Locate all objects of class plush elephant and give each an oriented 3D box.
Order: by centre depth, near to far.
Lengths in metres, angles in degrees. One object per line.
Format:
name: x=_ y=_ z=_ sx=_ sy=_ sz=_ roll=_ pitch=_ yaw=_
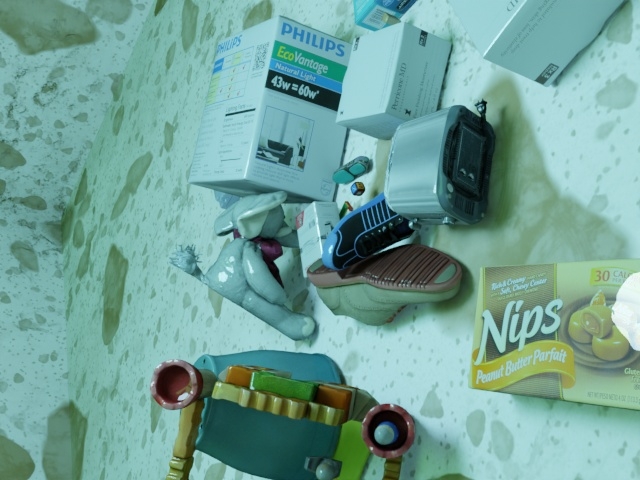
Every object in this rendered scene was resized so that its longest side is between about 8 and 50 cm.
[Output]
plush elephant: x=-0.133 y=0.017 z=1.832 sx=0.255 sy=0.330 sz=0.272 roll=-58 pitch=22 yaw=-4

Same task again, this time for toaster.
toaster: x=0.198 y=-0.128 z=1.406 sx=0.146 sy=0.129 sz=0.227 roll=-7 pitch=67 yaw=46

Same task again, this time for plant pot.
plant pot: x=-0.133 y=0.338 z=1.660 sx=0.271 sy=0.255 sz=0.272 roll=-41 pitch=42 yaw=51

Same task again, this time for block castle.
block castle: x=-0.077 y=0.372 z=1.379 sx=0.213 sy=0.453 sz=0.303 roll=35 pitch=-115 yaw=-74

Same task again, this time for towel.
towel: x=0.050 y=0.422 z=1.573 sx=0.102 sy=0.021 sz=0.237 roll=37 pitch=110 yaw=55

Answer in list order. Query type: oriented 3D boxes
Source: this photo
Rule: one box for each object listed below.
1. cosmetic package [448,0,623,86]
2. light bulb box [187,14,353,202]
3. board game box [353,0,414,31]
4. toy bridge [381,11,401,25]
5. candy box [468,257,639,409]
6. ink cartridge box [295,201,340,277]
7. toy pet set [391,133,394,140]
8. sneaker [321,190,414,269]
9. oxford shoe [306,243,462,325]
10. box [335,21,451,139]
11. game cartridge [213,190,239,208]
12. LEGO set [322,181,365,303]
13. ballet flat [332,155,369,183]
cosmetic package: x=0.311 y=-0.454 z=1.343 sx=0.217 sy=0.156 sz=0.385 roll=-53 pitch=36 yaw=32
light bulb box: x=-0.113 y=-0.283 z=1.931 sx=0.358 sy=0.225 sz=0.361 roll=6 pitch=83 yaw=61
board game box: x=0.159 y=-0.646 z=1.760 sx=0.254 sy=0.079 sz=0.336 roll=-39 pitch=46 yaw=47
toy bridge: x=0.120 y=-0.371 z=1.730 sx=0.188 sy=0.063 sz=0.026 roll=-64 pitch=32 yaw=24
candy box: x=0.339 y=0.124 z=1.124 sx=0.316 sy=0.087 sz=0.183 roll=-8 pitch=72 yaw=59
ink cartridge box: x=0.000 y=0.000 z=1.710 sx=0.099 sy=0.056 sz=0.135 roll=-36 pitch=58 yaw=58
toy pet set: x=0.152 y=-0.148 z=1.582 sx=0.114 sy=0.065 sz=0.122 roll=-18 pitch=64 yaw=57
sneaker: x=0.108 y=-0.023 z=1.497 sx=0.232 sy=0.081 sz=0.090 roll=-41 pitch=36 yaw=-15
oxford shoe: x=0.127 y=0.088 z=1.517 sx=0.348 sy=0.123 sz=0.130 roll=2 pitch=122 yaw=51
box: x=0.137 y=-0.301 z=1.610 sx=0.182 sy=0.119 sz=0.181 roll=3 pitch=79 yaw=60
game cartridge: x=-0.214 y=-0.252 z=2.269 sx=0.294 sy=0.060 sz=0.196 roll=-55 pitch=40 yaw=33
LEGO set: x=0.065 y=0.008 z=1.707 sx=0.182 sy=0.060 sz=0.244 roll=-8 pitch=83 yaw=58
ballet flat: x=0.068 y=-0.151 z=1.765 sx=0.114 sy=0.041 sz=0.041 roll=-23 pitch=59 yaw=55
